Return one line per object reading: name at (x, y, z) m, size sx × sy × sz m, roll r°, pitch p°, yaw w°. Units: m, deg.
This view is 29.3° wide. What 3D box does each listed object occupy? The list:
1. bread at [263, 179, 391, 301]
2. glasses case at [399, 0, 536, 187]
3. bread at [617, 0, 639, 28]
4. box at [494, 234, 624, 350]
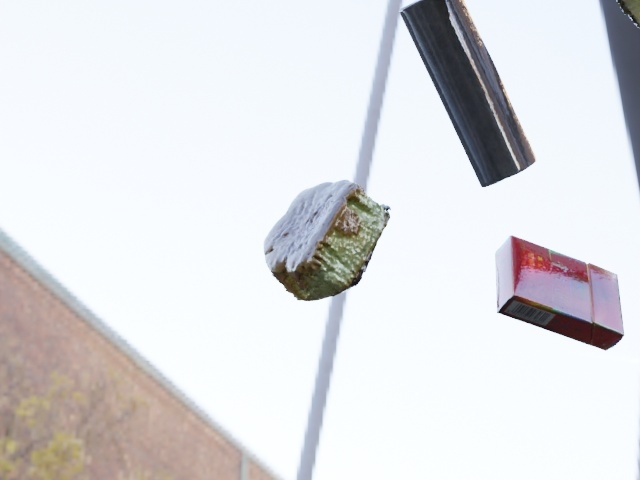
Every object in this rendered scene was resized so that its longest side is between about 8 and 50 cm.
bread at (0.000, 0.000, 1.327) m, size 0.069 × 0.140 × 0.128 m, roll 43°, pitch -30°, yaw -26°
glasses case at (0.142, -0.147, 1.146) m, size 0.042 × 0.072 × 0.190 m, roll -20°, pitch -80°, yaw 39°
bread at (0.362, -0.231, 0.905) m, size 0.264 × 0.168 × 0.163 m, roll -1°, pitch -26°, yaw 37°
box at (0.324, 0.071, 1.659) m, size 0.175 × 0.112 × 0.048 m, roll 19°, pitch -44°, yaw -16°
